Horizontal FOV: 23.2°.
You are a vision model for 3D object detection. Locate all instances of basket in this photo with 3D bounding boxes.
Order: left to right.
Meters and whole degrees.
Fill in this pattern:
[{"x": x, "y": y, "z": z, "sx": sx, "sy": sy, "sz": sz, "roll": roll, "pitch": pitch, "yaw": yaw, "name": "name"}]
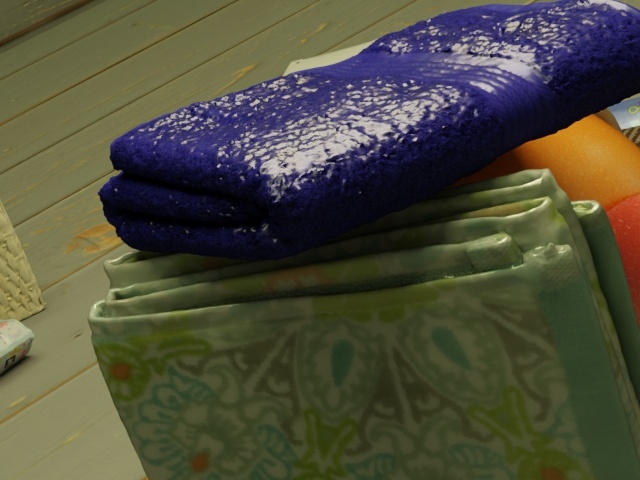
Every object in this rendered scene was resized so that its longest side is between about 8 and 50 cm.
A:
[{"x": -0.419, "y": 0.024, "z": 1.908, "sx": 0.113, "sy": 0.167, "sz": 0.103, "roll": -25, "pitch": 28, "yaw": -12, "name": "basket"}]

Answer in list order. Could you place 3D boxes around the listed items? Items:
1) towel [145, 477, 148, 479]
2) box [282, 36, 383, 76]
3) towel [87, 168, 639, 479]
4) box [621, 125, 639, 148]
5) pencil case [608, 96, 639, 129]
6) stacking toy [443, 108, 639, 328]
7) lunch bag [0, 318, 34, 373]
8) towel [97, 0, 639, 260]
[{"x": -0.100, "y": 0.207, "z": 1.430, "sx": 0.102, "sy": 0.021, "sz": 0.237, "roll": -3, "pitch": 27, "yaw": 24, "name": "towel"}, {"x": 0.040, "y": -0.139, "z": 1.879, "sx": 0.130, "sy": 0.171, "sz": 0.091, "roll": -13, "pitch": 24, "yaw": 19, "name": "box"}, {"x": 0.056, "y": 0.149, "z": 0.971, "sx": 0.320, "sy": 0.375, "sz": 0.090, "roll": -10, "pitch": 24, "yaw": 24, "name": "towel"}, {"x": 0.294, "y": -0.030, "z": 1.427, "sx": 0.381, "sy": 0.143, "sz": 0.191, "roll": -14, "pitch": 7, "yaw": 20, "name": "box"}, {"x": 0.354, "y": -0.090, "z": 1.582, "sx": 0.306, "sy": 0.133, "sz": 0.119, "roll": -16, "pitch": 58, "yaw": 12, "name": "pencil case"}, {"x": 0.260, "y": 0.122, "z": 1.077, "sx": 0.350, "sy": 0.351, "sz": 0.480, "roll": -34, "pitch": 46, "yaw": -30, "name": "stacking toy"}, {"x": -0.374, "y": 0.126, "z": 1.787, "sx": 0.083, "sy": 0.053, "sz": 0.071, "roll": -9, "pitch": 22, "yaw": 48, "name": "lunch bag"}, {"x": 0.035, "y": -0.079, "z": 0.953, "sx": 0.308, "sy": 0.076, "sz": 0.227, "roll": -26, "pitch": 15, "yaw": -31, "name": "towel"}]
